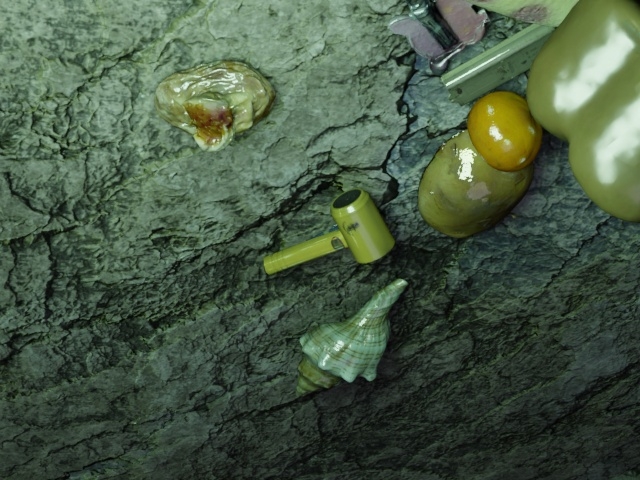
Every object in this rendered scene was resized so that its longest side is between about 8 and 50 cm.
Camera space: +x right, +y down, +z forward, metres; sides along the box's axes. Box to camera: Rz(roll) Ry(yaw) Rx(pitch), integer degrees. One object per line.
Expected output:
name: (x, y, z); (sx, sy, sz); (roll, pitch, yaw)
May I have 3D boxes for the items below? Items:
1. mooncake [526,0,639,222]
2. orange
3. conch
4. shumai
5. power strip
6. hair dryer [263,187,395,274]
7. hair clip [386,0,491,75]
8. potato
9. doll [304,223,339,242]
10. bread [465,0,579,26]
mooncake: (0.533, -0.194, 1.535); (0.467, 0.467, 0.262); (18, 128, -32)
orange: (0.346, -0.205, 1.870); (0.124, 0.156, 0.156); (-33, 137, 24)
conch: (0.082, 0.246, 2.330); (0.386, 0.170, 0.203); (-31, 163, 23)
shumai: (-0.178, -0.218, 1.721); (0.209, 0.153, 0.161); (0, 132, -11)
power strip: (0.344, -0.329, 1.809); (0.268, 0.034, 0.092); (-28, 151, 17)
hair dryer: (0.000, 0.000, 2.061); (0.278, 0.090, 0.135); (-20, 118, 21)
hair clip: (0.207, -0.370, 1.728); (0.146, 0.056, 0.187); (-31, 149, 25)
potato: (0.328, -0.092, 2.043); (0.239, 0.116, 0.299); (-3, 141, -19)
doll: (0.014, -0.007, 2.116); (0.125, 0.027, 0.037); (-23, 139, 16)
bread: (0.242, -0.452, 1.532); (0.338, 0.187, 0.155); (11, 137, -28)
